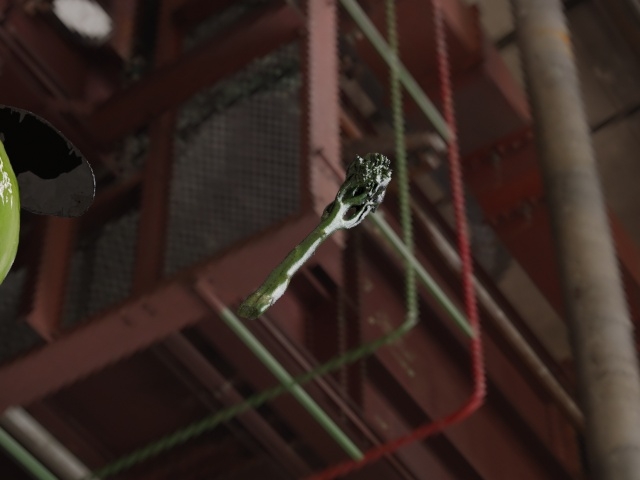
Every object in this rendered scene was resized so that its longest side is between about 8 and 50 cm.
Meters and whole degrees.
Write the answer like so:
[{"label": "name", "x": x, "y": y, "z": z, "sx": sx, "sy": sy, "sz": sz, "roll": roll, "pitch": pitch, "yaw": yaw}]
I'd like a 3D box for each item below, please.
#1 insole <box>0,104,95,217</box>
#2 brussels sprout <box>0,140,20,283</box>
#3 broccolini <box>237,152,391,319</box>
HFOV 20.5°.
[{"label": "insole", "x": -0.423, "y": -0.125, "z": 2.257, "sx": 0.348, "sy": 0.009, "sz": 0.119, "roll": 24, "pitch": -76, "yaw": 23}, {"label": "brussels sprout", "x": -0.454, "y": -0.045, "z": 1.718, "sx": 0.268, "sy": 0.344, "sz": 0.344, "roll": -30, "pitch": -151, "yaw": 55}, {"label": "broccolini", "x": 0.006, "y": -0.002, "z": 1.692, "sx": 0.057, "sy": 0.071, "sz": 0.254, "roll": -16, "pitch": -154, "yaw": 40}]
